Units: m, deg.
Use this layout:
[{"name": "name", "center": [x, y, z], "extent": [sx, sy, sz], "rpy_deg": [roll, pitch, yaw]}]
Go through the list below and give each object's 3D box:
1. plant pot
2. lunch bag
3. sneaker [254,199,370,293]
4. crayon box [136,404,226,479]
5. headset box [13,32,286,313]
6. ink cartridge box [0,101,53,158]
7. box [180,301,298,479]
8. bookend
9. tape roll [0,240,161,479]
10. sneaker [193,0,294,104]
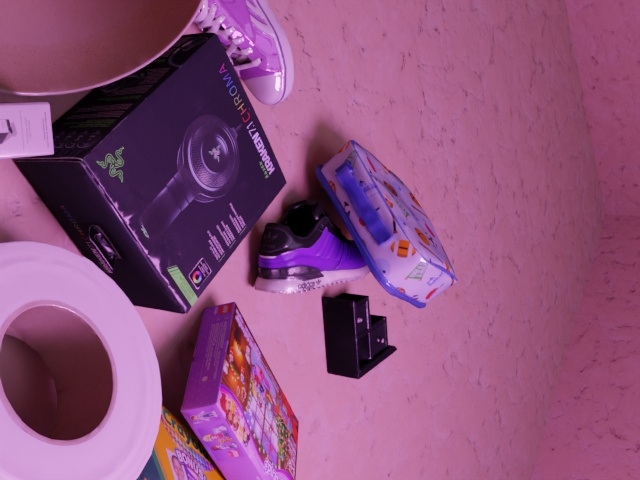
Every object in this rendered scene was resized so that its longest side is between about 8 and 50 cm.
[{"name": "plant pot", "center": [-0.273, -0.308, 0.708], "extent": [0.284, 0.284, 0.191], "rpy_deg": [5, 54, -56]}, {"name": "lunch bag", "center": [0.112, -0.032, 1.292], "extent": [0.243, 0.115, 0.303], "rpy_deg": [24, 31, -58]}, {"name": "sneaker", "center": [0.001, 0.000, 1.258], "extent": [0.293, 0.102, 0.146], "rpy_deg": [-12, 103, -55]}, {"name": "crayon box", "center": [-0.199, 0.323, 0.943], "extent": [0.278, 0.081, 0.165], "rpy_deg": [59, 4, -41]}, {"name": "headset box", "center": [-0.203, -0.081, 0.920], "extent": [0.283, 0.131, 0.246], "rpy_deg": [-55, 135, -36]}, {"name": "ink cartridge box", "center": [-0.354, -0.108, 0.721], "extent": [0.135, 0.099, 0.056], "rpy_deg": [-17, 109, -53]}, {"name": "box", "center": [-0.109, 0.267, 1.094], "extent": [0.201, 0.057, 0.293], "rpy_deg": [-87, 159, -53]}, {"name": "bookend", "center": [0.079, 0.167, 1.422], "extent": [0.157, 0.072, 0.156], "rpy_deg": [-22, 111, -54]}, {"name": "tape roll", "center": [-0.297, 0.148, 0.738], "extent": [0.286, 0.100, 0.286], "rpy_deg": [43, 34, -39]}, {"name": "sneaker", "center": [-0.147, -0.304, 1.017], "extent": [0.161, 0.102, 0.282], "rpy_deg": [-42, 117, -41]}]
